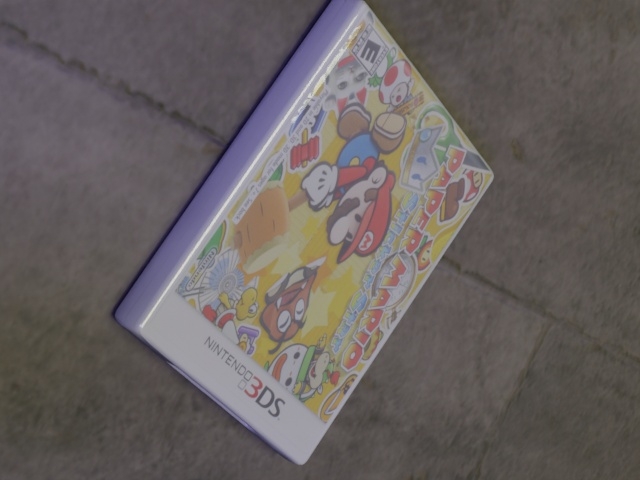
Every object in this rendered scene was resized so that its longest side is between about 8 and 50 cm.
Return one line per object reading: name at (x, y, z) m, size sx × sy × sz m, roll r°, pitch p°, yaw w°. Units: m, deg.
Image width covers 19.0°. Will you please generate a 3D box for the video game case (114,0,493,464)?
video game case at (0.000, 0.000, 1.132) m, size 0.227 × 0.026 × 0.206 m, roll -56°, pitch 142°, yaw -10°
